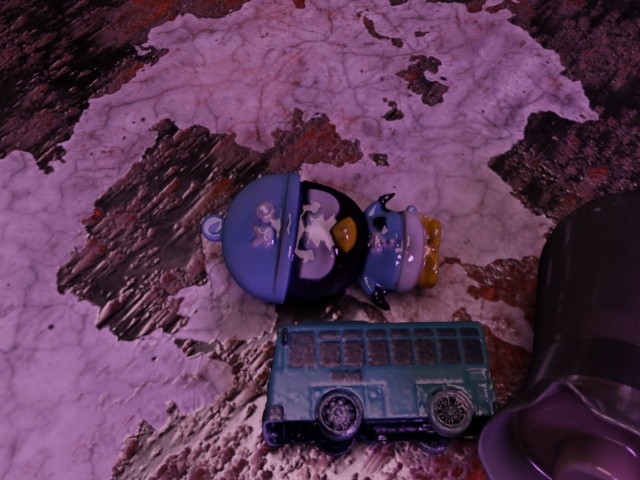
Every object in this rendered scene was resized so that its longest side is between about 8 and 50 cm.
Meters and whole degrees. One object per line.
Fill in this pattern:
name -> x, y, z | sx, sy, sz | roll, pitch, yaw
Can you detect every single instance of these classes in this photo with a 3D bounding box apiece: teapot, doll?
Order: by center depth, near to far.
teapot -> 0.324, 0.140, 0.622 | 0.253, 0.300, 0.344 | 0, 33, 41
doll -> 0.000, 0.000, 0.789 | 0.314, 0.141, 0.177 | 5, 76, -2

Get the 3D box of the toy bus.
toy bus -> 0.063, 0.169, 0.698 | 0.256, 0.128, 0.147 | 0, 58, -2
